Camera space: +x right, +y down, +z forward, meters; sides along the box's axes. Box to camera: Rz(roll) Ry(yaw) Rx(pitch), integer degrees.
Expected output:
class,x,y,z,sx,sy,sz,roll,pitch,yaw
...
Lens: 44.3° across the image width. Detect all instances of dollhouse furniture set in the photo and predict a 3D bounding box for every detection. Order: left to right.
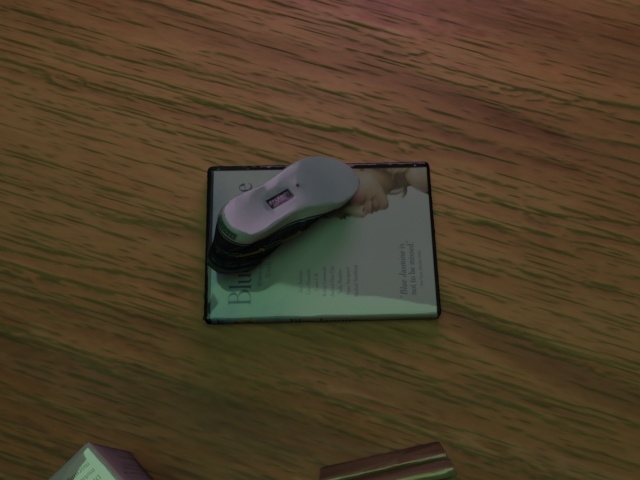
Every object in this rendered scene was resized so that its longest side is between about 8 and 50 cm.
class,x,y,z,sx,sy,sz,roll,pitch,yaw
dollhouse furniture set,0.074,0.285,0.720,0.123,0.144,0.151,-12,86,1

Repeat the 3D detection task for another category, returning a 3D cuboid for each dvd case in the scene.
class,x,y,z,sx,sy,sz,roll,pitch,yaw
dvd case,0.000,0.000,0.865,0.253,0.022,0.180,-1,72,-1

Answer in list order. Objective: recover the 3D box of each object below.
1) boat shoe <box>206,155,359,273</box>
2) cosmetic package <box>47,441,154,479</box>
class,x,y,z,sx,sy,sz,roll,pitch,yaw
boat shoe,-0.042,-0.028,0.833,0.183,0.083,0.065,-25,71,-37
cosmetic package,-0.135,0.373,0.668,0.197,0.155,0.365,-42,77,-12
